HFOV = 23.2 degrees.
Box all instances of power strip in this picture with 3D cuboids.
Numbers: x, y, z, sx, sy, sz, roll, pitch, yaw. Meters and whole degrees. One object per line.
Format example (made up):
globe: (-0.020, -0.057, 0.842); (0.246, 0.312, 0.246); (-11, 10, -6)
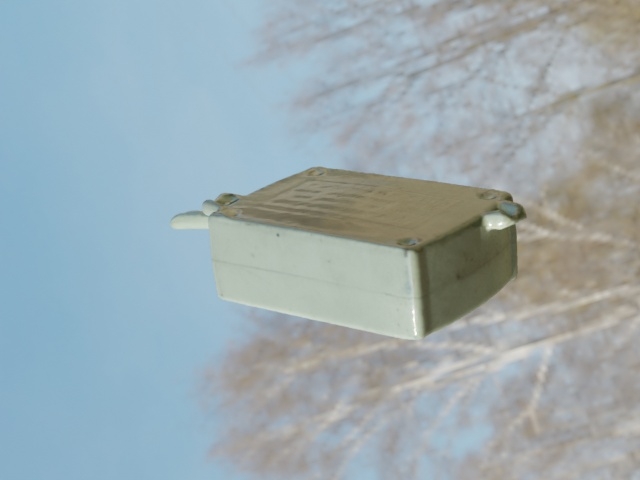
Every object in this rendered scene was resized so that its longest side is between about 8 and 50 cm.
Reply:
power strip: (0.000, 0.000, 0.652); (0.075, 0.175, 0.042); (-28, -61, -45)
